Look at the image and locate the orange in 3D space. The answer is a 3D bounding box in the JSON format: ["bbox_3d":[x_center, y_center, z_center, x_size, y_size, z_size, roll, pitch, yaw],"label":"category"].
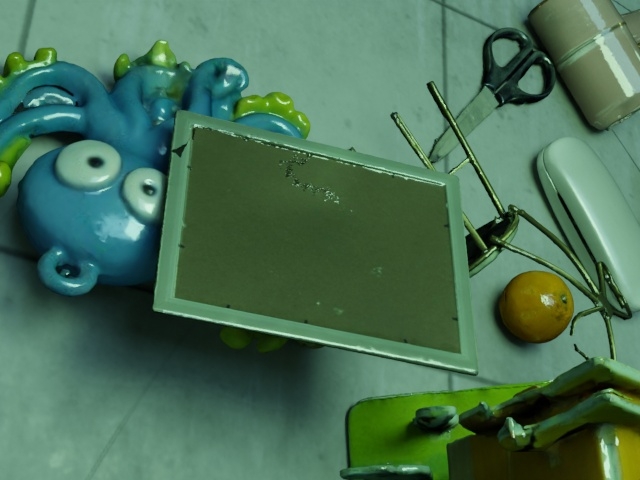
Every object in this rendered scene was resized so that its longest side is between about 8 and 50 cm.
[{"bbox_3d":[0.240,0.073,1.151,0.083,0.083,0.084,15,60,-28],"label":"orange"}]

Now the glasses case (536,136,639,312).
[{"bbox_3d":[0.344,-0.021,1.280,0.092,0.059,0.233,-22,80,-41],"label":"glasses case"}]

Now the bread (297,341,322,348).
[{"bbox_3d":[-0.021,0.066,1.008,0.088,0.033,0.049,59,36,-1],"label":"bread"}]

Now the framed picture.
[{"bbox_3d":[0.000,0.000,0.873,0.273,0.016,0.216,13,51,-15],"label":"framed picture"}]

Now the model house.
[{"bbox_3d":[0.155,0.182,0.821,0.357,0.313,0.243,-5,62,10],"label":"model house"}]

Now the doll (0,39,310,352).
[{"bbox_3d":[-0.143,-0.066,0.924,0.346,0.099,0.341,31,50,-6],"label":"doll"}]

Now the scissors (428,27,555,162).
[{"bbox_3d":[0.206,-0.172,1.288,0.109,0.022,0.300,45,51,-2],"label":"scissors"}]

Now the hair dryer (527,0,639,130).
[{"bbox_3d":[0.440,-0.281,1.460,0.344,0.106,0.189,-25,83,-46],"label":"hair dryer"}]

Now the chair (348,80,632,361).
[{"bbox_3d":[0.152,0.011,1.061,0.326,0.170,0.160,52,31,-4],"label":"chair"}]
